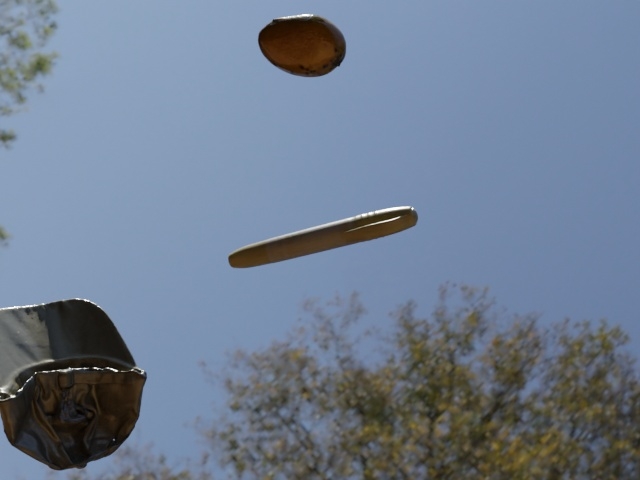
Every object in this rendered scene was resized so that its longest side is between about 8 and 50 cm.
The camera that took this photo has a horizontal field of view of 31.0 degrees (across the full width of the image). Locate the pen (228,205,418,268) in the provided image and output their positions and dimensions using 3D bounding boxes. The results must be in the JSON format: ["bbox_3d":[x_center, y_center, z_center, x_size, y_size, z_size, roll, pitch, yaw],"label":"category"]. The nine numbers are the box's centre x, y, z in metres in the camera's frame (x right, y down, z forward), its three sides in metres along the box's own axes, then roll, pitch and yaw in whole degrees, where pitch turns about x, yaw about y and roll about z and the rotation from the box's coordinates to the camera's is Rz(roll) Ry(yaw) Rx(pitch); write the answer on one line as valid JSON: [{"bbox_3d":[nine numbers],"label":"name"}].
[{"bbox_3d":[0.000,0.000,1.329,0.233,0.040,0.032,-15,-73,16],"label":"pen"}]

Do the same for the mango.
[{"bbox_3d":[-0.023,-0.242,1.428,0.114,0.057,0.079,12,-69,14],"label":"mango"}]

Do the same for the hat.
[{"bbox_3d":[-0.377,0.204,1.666,0.245,0.214,0.149,46,-46,51],"label":"hat"}]
